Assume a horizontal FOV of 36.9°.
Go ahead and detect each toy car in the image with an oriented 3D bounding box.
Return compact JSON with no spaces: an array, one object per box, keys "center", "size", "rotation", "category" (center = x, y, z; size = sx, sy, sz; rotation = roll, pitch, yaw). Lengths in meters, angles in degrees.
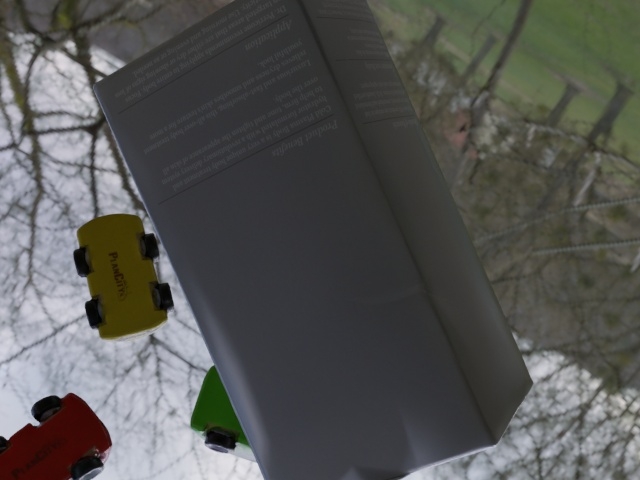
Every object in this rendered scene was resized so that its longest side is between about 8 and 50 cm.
[{"center":[-0.100,0.112,0.669],"size":[0.225,0.239,0.053],"rotation":[16,153,4],"category":"toy car"}]

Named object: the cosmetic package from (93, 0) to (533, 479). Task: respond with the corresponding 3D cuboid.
[{"center":[0.000,0.000,0.486],"size":[0.238,0.127,0.107],"rotation":[67,-155,-3],"category":"cosmetic package"}]
